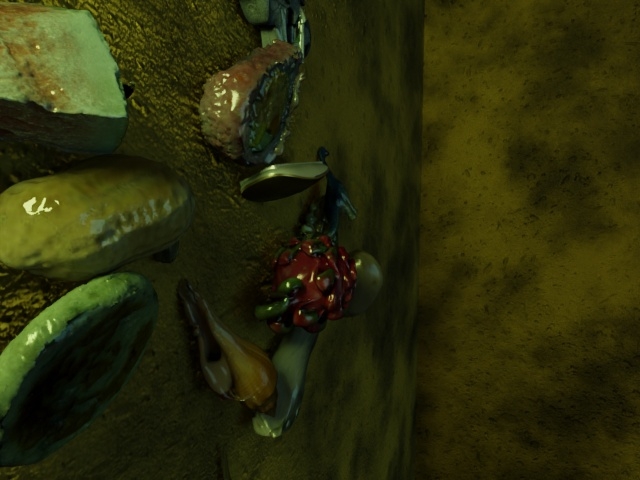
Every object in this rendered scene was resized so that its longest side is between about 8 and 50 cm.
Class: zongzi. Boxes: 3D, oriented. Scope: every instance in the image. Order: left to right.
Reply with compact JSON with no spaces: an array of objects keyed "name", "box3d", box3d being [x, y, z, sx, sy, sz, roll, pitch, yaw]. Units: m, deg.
[{"name":"zongzi","box3d":[-0.226,-0.012,0.617,0.083,0.040,0.076,-71,164,-69]}]

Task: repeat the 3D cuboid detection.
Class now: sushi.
[{"name":"sushi","box3d":[-0.119,-0.250,0.700,0.161,0.107,0.241,0,110,-68]}]

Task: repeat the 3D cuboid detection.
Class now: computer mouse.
[{"name":"computer mouse","box3d":[-0.066,-0.123,0.851,0.245,0.125,0.056,-28,97,-63]}]

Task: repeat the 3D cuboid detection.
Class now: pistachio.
[{"name":"pistachio","box3d":[0.107,0.132,1.244,0.137,0.153,0.238,-32,149,-50]}]

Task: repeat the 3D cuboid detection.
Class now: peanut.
[{"name":"peanut","box3d":[-0.244,-0.031,0.460,0.224,0.129,0.129,-34,124,-58]}]

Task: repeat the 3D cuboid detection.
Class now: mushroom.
[{"name":"mushroom","box3d":[-0.065,0.278,0.933,0.351,0.097,0.109,-67,150,-42]}]

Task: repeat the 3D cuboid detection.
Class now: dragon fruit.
[{"name":"dragon fruit","box3d":[-0.020,0.103,0.887,0.273,0.198,0.218,-78,180,-52]}]

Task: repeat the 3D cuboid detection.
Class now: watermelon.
[{"name":"watermelon","box3d":[-0.296,-0.154,0.340,0.241,0.094,0.154,-17,90,-47]}]

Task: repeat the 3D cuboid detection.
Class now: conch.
[{"name":"conch","box3d":[-0.161,0.203,0.726,0.330,0.109,0.093,61,-5,-18]}]

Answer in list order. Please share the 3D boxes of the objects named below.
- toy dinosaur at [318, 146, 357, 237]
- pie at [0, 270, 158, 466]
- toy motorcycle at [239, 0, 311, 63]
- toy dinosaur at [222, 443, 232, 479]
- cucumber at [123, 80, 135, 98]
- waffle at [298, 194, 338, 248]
[{"name":"toy dinosaur","box3d":[0.018,-0.121,1.047,0.188,0.075,0.248,55,37,-18]},{"name":"pie","box3d":[-0.266,0.137,0.452,0.241,0.054,0.240,-60,173,-12]},{"name":"toy motorcycle","box3d":[-0.096,-0.460,0.760,0.173,0.108,0.307,-61,147,-28]},{"name":"toy dinosaur","box3d":[-0.177,0.481,0.790,0.126,0.039,0.162,62,33,-65]},{"name":"cucumber","box3d":[-0.276,-0.173,0.475,0.039,0.043,0.163,-55,168,28]},{"name":"waffle","box3d":[0.002,0.000,1.089,0.204,0.054,0.223,-54,140,-49]}]
